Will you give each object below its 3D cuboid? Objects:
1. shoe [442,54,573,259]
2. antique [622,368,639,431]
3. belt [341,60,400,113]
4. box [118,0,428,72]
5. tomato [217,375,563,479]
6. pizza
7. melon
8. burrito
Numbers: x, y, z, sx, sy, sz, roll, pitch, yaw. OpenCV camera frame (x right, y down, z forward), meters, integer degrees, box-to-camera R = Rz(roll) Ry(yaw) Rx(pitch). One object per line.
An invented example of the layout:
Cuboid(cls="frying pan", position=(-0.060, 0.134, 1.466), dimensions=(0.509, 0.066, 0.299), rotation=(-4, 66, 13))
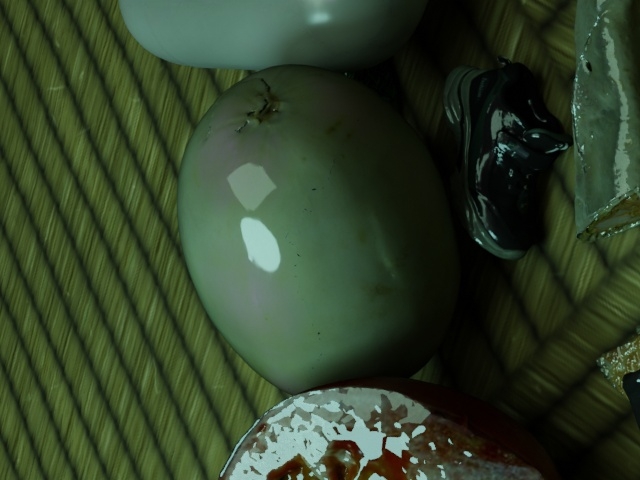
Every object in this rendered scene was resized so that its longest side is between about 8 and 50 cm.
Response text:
Cuboid(cls="shoe", position=(0.159, -0.072, 1.584), dimensions=(0.099, 0.071, 0.169), rotation=(-20, 74, 41))
Cuboid(cls="antique", position=(0.357, 0.178, 1.260), dimensions=(0.322, 0.185, 0.255), rotation=(-24, 71, 55))
Cuboid(cls="belt", position=(0.006, -0.112, 1.751), dimensions=(0.121, 0.079, 0.151), rotation=(-37, 63, 43))
Cuboid(cls="box", position=(-0.025, -0.286, 1.706), dimensions=(0.349, 0.141, 0.288), rotation=(9, 79, 48))
Cuboid(cls="tomato", position=(0.067, 0.250, 1.594), dimensions=(0.338, 0.144, 0.338), rotation=(5, 106, 18))
Cuboid(cls="pizza", position=(0.249, 0.095, 1.506), dimensions=(0.078, 0.025, 0.083), rotation=(13, 98, 44))
Cuboid(cls="melon", position=(0.000, 0.000, 1.607), dimensions=(0.223, 0.223, 0.317), rotation=(44, 164, 40))
Cuboid(cls="burrito", position=(0.226, -0.111, 1.505), dimensions=(0.087, 0.060, 0.226), rotation=(-1, 90, 55))
